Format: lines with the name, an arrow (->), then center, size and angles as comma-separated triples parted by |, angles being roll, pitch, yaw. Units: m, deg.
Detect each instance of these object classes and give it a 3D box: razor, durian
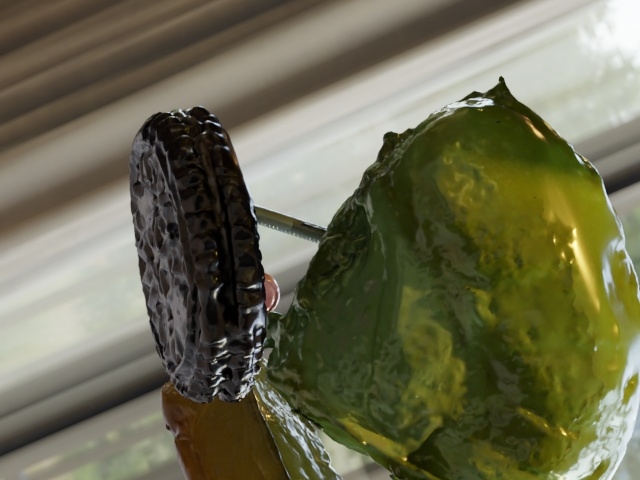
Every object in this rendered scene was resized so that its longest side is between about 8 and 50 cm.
razor -> 0.000, -0.003, 1.604 | 0.036, 0.211, 0.084 | 110, 1, -63
durian -> 0.105, 0.070, 1.137 | 0.256, 0.339, 0.204 | 19, 14, -28

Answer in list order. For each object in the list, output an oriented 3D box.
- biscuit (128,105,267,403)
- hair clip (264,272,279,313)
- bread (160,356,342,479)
biscuit -> -0.079, 0.009, 1.053 | 0.194, 0.053, 0.194 | 172, -90, -74
hair clip -> -0.112, 0.036, 1.579 | 0.102, 0.123, 0.138 | 61, -4, 17
bread -> -0.041, 0.174, 1.165 | 0.102, 0.094, 0.245 | 47, 9, -46
